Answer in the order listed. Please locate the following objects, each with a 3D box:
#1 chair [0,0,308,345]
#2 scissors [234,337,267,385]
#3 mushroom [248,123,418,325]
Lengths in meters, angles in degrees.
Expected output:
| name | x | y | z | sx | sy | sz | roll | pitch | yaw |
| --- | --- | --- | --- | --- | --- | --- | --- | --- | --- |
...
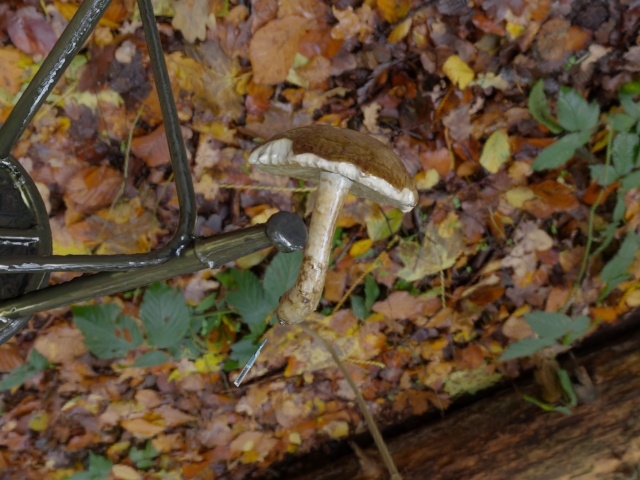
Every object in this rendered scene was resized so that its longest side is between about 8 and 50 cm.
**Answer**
| name | x | y | z | sx | sy | sz | roll | pitch | yaw |
| --- | --- | --- | --- | --- | --- | --- | --- | --- | --- |
| chair | -0.313 | -0.079 | 0.464 | 0.364 | 0.362 | 0.410 | 1 | 156 | -43 |
| scissors | -0.143 | 0.249 | 1.200 | 0.014 | 0.119 | 0.058 | 34 | 134 | 0 |
| mushroom | 0.029 | -0.017 | 0.820 | 0.208 | 0.233 | 0.302 | -19 | 110 | -18 |
